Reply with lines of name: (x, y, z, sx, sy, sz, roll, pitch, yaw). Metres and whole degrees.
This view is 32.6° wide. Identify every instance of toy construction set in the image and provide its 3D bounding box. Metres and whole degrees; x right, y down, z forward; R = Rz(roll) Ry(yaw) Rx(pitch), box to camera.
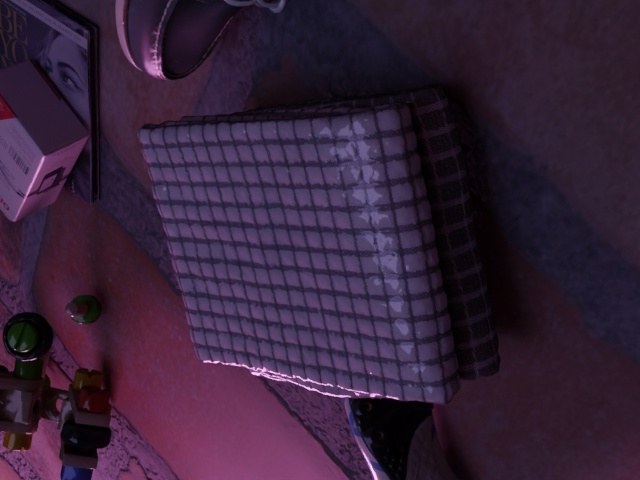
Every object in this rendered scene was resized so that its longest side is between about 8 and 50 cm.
toy construction set: (-0.348, 0.246, 1.385, 0.237, 0.257, 0.309, 19, -124, -84)

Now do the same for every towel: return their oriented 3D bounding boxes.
towel: (0.000, 0.000, 0.888, 0.284, 0.121, 0.235, 2, 111, 44)

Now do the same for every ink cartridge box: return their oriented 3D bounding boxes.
ink cartridge box: (-0.325, -0.106, 1.189, 0.109, 0.063, 0.150, 52, 142, 6)

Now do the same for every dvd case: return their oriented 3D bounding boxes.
dvd case: (-0.298, -0.165, 1.187, 0.164, 0.018, 0.221, 34, 135, 27)

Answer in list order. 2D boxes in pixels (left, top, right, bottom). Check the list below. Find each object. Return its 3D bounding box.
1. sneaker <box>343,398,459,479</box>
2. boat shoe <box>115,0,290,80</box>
sneaker: (0.075, 0.202, 0.983, 0.086, 0.085, 0.237, -21, 95, 61)
boat shoe: (-0.063, -0.219, 0.826, 0.099, 0.116, 0.319, 49, 135, 14)
